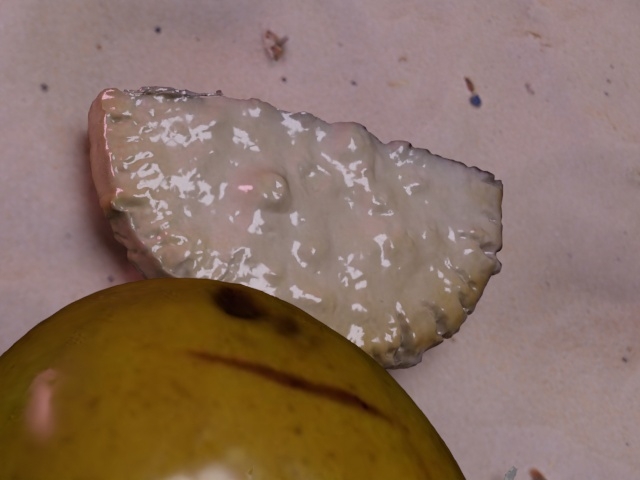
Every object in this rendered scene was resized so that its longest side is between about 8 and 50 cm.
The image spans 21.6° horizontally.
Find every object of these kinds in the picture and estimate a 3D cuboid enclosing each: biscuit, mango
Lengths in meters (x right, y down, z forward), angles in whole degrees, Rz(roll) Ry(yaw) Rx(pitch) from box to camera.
[{"bbox_3d":[0.000,0.000,1.015,0.281,0.084,0.179,8,57,-28],"label":"biscuit"},{"bbox_3d":[-0.040,0.235,0.760,0.301,0.220,0.445,5,63,-30],"label":"mango"}]

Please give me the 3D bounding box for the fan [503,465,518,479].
[{"bbox_3d":[0.059,0.248,0.945,0.182,0.010,0.310,36,52,-7],"label":"fan"}]
